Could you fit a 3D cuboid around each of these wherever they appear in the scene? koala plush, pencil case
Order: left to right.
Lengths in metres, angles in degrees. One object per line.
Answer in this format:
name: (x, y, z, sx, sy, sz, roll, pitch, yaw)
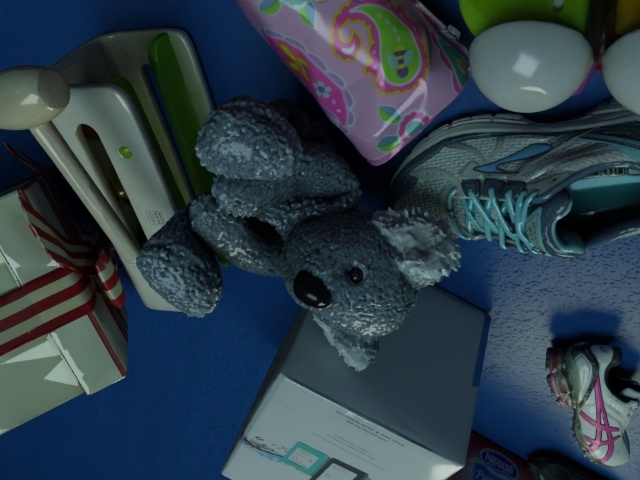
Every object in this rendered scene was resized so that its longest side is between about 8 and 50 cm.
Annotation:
pencil case: (-0.005, -0.191, 0.485, 0.284, 0.124, 0.124, 44, 133, -17)
koala plush: (0.000, 0.000, 0.573, 0.221, 0.203, 0.196, 37, 117, 9)

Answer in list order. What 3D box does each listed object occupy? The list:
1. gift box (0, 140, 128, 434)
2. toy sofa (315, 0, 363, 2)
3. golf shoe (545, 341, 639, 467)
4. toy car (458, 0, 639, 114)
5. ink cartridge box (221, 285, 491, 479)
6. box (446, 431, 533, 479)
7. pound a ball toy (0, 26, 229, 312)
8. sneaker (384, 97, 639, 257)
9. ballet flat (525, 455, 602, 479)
gift box: (-0.360, 0.051, 0.717, 0.258, 0.255, 0.276, -25, 112, -11)
toy sofa: (-0.017, -0.320, 0.326, 0.150, 0.177, 0.362, -23, 116, 39)
golf shoe: (0.319, 0.189, 0.715, 0.086, 0.067, 0.186, -15, 122, 33)
toy car: (0.187, -0.151, 0.430, 0.182, 0.159, 0.136, 6, 169, 19)
ink cartridge box: (0.035, 0.184, 0.752, 0.197, 0.198, 0.270, 27, 137, -1)
box: (0.203, 0.356, 0.884, 0.256, 0.123, 0.128, 30, 136, -3)
pound a ball toy: (-0.196, -0.057, 0.630, 0.135, 0.208, 0.319, 3, 132, 22)
sneaker: (0.172, -0.042, 0.531, 0.283, 0.122, 0.110, -12, 124, 33)
ballet flat: (0.354, 0.336, 0.861, 0.173, 0.057, 0.049, 34, 176, -6)
